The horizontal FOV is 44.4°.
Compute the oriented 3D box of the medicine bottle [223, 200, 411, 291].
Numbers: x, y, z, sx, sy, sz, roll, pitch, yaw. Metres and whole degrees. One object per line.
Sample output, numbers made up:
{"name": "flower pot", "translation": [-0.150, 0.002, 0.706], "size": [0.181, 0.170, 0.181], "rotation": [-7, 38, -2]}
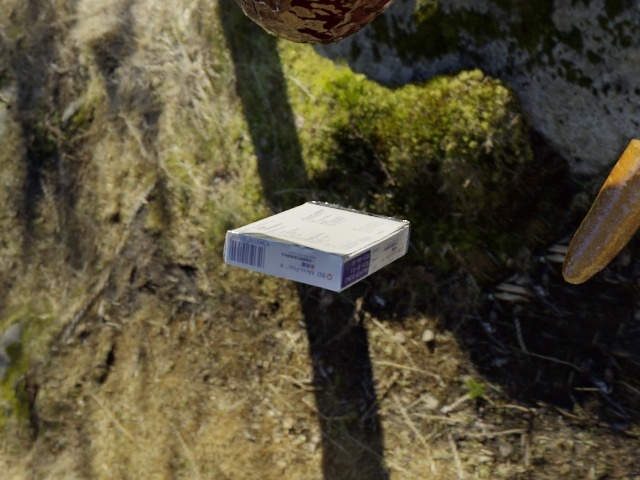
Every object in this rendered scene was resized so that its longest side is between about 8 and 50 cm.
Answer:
{"name": "medicine bottle", "translation": [0.000, 0.000, 0.996], "size": [0.171, 0.201, 0.052], "rotation": [12, 108, 26]}

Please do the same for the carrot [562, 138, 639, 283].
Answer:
{"name": "carrot", "translation": [0.250, -0.018, 0.669], "size": [0.048, 0.048, 0.139], "rotation": [54, 133, 39]}

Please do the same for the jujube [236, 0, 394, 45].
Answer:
{"name": "jujube", "translation": [0.008, -0.290, 0.668], "size": [0.318, 0.223, 0.222], "rotation": [144, 137, -76]}
